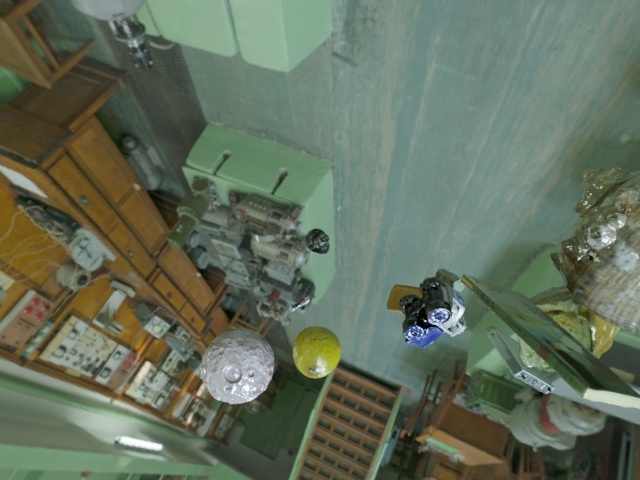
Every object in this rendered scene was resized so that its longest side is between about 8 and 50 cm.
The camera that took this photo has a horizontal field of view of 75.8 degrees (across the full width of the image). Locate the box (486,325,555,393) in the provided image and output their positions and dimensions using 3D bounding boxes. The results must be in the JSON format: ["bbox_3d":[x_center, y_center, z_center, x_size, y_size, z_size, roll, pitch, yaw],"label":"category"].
[{"bbox_3d":[0.703,0.425,1.445,0.270,0.210,0.045,31,116,-35],"label":"box"}]

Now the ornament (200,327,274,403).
[{"bbox_3d":[-0.290,0.438,1.435,0.260,0.259,0.225,29,174,-1],"label":"ornament"}]

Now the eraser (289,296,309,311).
[{"bbox_3d":[-0.093,0.283,1.831,0.027,0.100,0.019,55,169,42],"label":"eraser"}]

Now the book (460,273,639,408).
[{"bbox_3d":[0.396,0.168,0.726,0.202,0.026,0.289,18,-158,-31],"label":"book"}]

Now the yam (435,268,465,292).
[{"bbox_3d":[0.474,0.143,1.500,0.061,0.061,0.274,27,-177,3],"label":"yam"}]

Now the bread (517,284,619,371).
[{"bbox_3d":[0.626,0.215,1.038,0.239,0.252,0.195,-30,78,54],"label":"bread"}]

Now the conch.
[{"bbox_3d":[0.534,0.039,0.738,0.210,0.351,0.297,-4,160,7],"label":"conch"}]

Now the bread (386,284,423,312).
[{"bbox_3d":[0.361,0.240,1.636,0.077,0.115,0.201,24,167,-36],"label":"bread"}]

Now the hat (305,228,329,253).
[{"bbox_3d":[0.000,0.000,1.564,0.121,0.121,0.050,35,136,-14],"label":"hat"}]

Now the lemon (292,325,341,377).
[{"bbox_3d":[-0.021,0.559,2.021,0.241,0.219,0.240,2,122,4],"label":"lemon"}]

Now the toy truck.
[{"bbox_3d":[0.352,0.238,1.267,0.177,0.161,0.213,38,119,-14],"label":"toy truck"}]
